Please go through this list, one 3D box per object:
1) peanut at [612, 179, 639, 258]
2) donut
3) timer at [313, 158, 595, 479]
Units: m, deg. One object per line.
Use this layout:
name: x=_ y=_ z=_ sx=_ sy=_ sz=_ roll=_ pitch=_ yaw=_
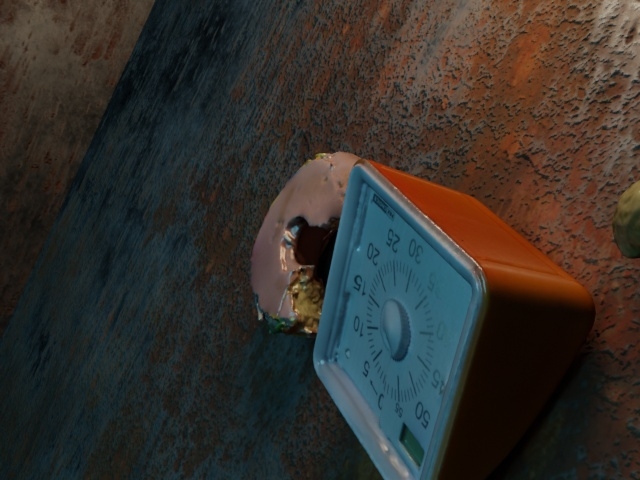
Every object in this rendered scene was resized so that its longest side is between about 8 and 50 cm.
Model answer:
peanut: x=0.310 y=-0.045 z=0.694 sx=0.192 sy=0.089 sz=0.089 roll=-38 pitch=42 yaw=35
donut: x=0.000 y=0.000 z=1.092 sx=0.233 sy=0.085 sz=0.199 roll=-53 pitch=36 yaw=19
timer: x=0.097 y=0.092 z=0.842 sx=0.250 sy=0.161 sz=0.257 roll=-65 pitch=33 yaw=18
